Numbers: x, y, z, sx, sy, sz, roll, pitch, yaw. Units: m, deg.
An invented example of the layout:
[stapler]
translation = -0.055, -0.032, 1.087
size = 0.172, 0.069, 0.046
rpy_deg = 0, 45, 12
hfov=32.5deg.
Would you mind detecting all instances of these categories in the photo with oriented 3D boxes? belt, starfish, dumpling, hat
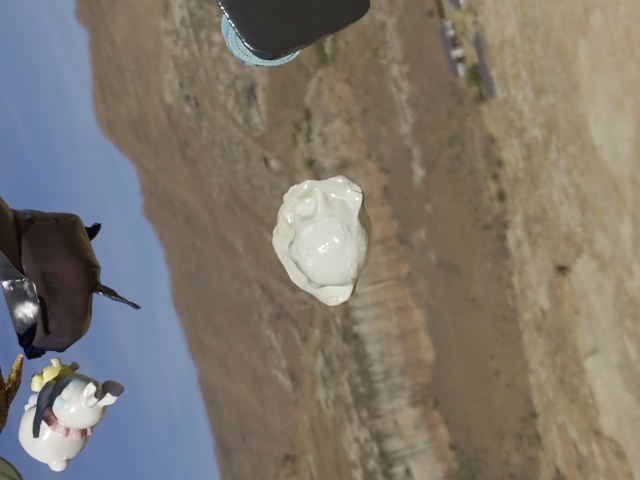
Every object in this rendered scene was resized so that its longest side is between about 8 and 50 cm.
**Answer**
[belt]
translation = -0.114, -0.421, 2.196
size = 0.163, 0.147, 0.082
rpy_deg = 37, -162, -41
[starfish]
translation = -0.533, 0.282, 1.786
size = 0.227, 0.043, 0.240
rpy_deg = 109, 179, -52
[dumpling]
translation = 0.000, 0.000, 2.019
size = 0.147, 0.193, 0.258
rpy_deg = -52, -36, -61
[hat]
translation = -0.413, 0.011, 1.701
size = 0.238, 0.209, 0.336
rpy_deg = 27, 139, 55

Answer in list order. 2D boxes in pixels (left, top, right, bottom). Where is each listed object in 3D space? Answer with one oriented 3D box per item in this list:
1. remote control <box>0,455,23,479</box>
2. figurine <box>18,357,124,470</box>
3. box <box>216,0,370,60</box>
[remote control]
translation = -0.544, 0.308, 1.581
size = 0.247, 0.052, 0.104
rpy_deg = 32, -176, -14
[figurine]
translation = -0.443, 0.285, 1.962
size = 0.235, 0.127, 0.155
rpy_deg = -50, 43, 30
[box]
translation = -0.052, -0.360, 1.521
size = 0.201, 0.212, 0.042
rpy_deg = 60, 157, 0
